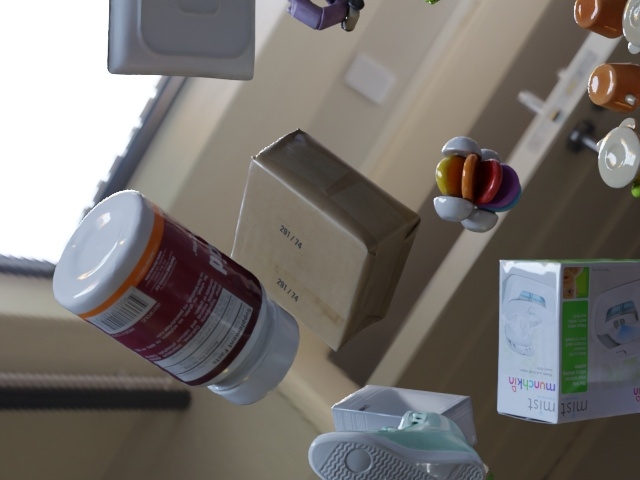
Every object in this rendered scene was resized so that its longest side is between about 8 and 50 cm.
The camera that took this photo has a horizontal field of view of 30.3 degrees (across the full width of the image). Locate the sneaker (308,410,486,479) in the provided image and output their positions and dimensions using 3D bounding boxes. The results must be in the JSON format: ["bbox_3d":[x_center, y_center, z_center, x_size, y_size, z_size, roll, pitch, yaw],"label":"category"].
[{"bbox_3d":[0.100,0.302,1.720,0.255,0.094,0.151,9,-162,-11],"label":"sneaker"}]

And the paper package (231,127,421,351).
[{"bbox_3d":[0.000,0.000,2.367,0.325,0.310,0.168,37,-134,23],"label":"paper package"}]

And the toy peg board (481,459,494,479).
[{"bbox_3d":[0.262,0.492,2.433,0.160,0.161,0.079,38,-175,39],"label":"toy peg board"}]

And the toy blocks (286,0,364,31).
[{"bbox_3d":[-0.050,-0.478,1.565,0.260,0.309,0.289,2,-114,-12],"label":"toy blocks"}]

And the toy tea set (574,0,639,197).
[{"bbox_3d":[0.470,-0.235,1.651,0.124,0.200,0.336,5,-113,-28],"label":"toy tea set"}]

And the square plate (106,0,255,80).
[{"bbox_3d":[-0.248,-0.484,2.268,0.347,0.344,0.049,-4,-169,-42],"label":"square plate"}]

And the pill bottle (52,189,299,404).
[{"bbox_3d":[-0.232,0.108,1.997,0.392,0.224,0.224,38,-170,-33],"label":"pill bottle"}]

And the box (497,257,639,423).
[{"bbox_3d":[0.394,0.143,1.762,0.262,0.231,0.126,1,180,-37],"label":"box"}]

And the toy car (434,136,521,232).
[{"bbox_3d":[0.306,-0.106,2.221,0.136,0.159,0.182,-2,163,43],"label":"toy car"}]

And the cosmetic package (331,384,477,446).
[{"bbox_3d":[0.152,0.337,2.156,0.238,0.107,0.127,-3,-167,40],"label":"cosmetic package"}]

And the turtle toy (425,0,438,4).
[{"bbox_3d":[0.261,-0.582,2.592,0.066,0.130,0.095,35,-157,5],"label":"turtle toy"}]
